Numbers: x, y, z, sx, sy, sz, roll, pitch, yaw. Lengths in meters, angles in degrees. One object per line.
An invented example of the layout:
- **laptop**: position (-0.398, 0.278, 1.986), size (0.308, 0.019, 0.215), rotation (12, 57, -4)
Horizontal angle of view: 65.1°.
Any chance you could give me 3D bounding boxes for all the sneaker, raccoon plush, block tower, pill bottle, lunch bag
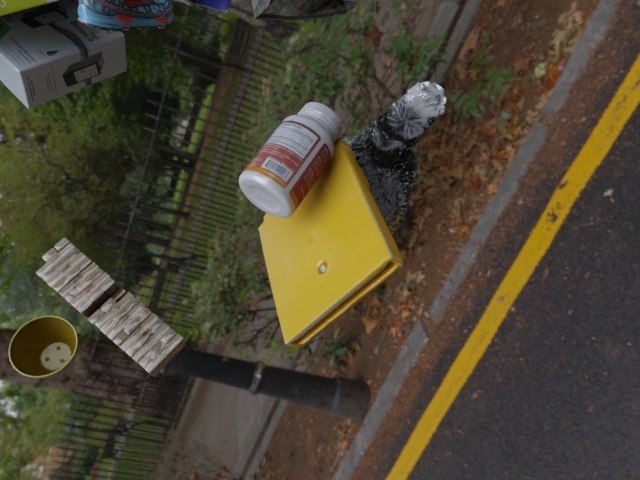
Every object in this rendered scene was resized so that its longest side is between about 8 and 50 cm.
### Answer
- **sneaker**: position (-0.413, -0.536, 1.103), size (0.262, 0.104, 0.125), rotation (-48, -25, -55)
- **raccoon plush**: position (0.176, -0.229, 1.212), size (0.446, 0.216, 0.299), rotation (-39, 21, 40)
- **block tower**: position (-0.420, 0.139, 1.011), size (0.091, 0.335, 0.097), rotation (-48, -15, -22)
- **pill bottle**: position (-0.050, -0.159, 0.961), size (0.216, 0.121, 0.121), rotation (-56, 10, -23)
- **lunch bag**: position (-0.048, -0.727, 1.334), size (0.169, 0.286, 0.236), rotation (-10, 92, 61)

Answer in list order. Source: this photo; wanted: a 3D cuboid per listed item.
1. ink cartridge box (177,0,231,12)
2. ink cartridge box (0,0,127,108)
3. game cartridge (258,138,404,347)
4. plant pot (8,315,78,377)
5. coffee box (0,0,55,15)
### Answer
- **ink cartridge box**: position (-0.215, -0.446, 0.666), size (0.045, 0.223, 0.224), rotation (-122, 42, -75)
- **ink cartridge box**: position (-0.681, -0.493, 1.282), size (0.289, 0.211, 0.122), rotation (-40, -14, -35)
- **game cartridge**: position (0.000, 0.000, 0.988), size (0.285, 0.052, 0.324), rotation (-43, 44, 27)
- **plant pot**: position (-0.596, 0.246, 1.106), size (0.095, 0.134, 0.134), rotation (109, 170, -60)
- **coffee box**: position (-0.750, -0.691, 1.106), size (0.338, 0.334, 0.338), rotation (-104, -1, -56)
